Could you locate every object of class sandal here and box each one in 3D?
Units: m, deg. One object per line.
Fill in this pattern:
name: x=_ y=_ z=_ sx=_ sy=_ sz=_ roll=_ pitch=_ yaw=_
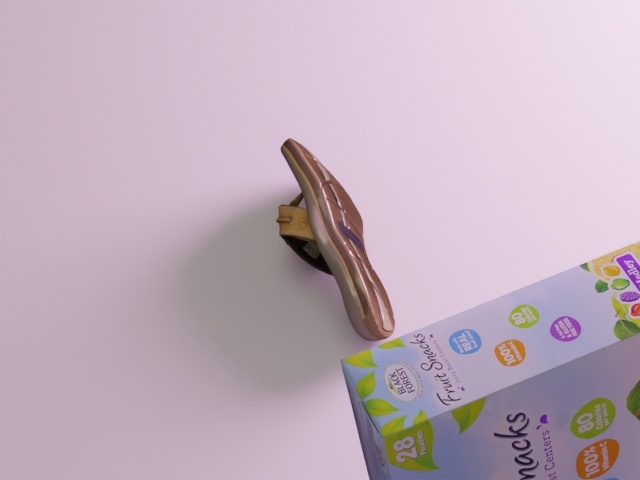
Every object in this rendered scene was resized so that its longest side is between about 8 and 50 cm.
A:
sandal: x=0.000 y=0.000 z=1.303 sx=0.049 sy=0.072 sz=0.180 roll=-31 pitch=50 yaw=13

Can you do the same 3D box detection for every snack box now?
snack box: x=0.129 y=0.105 z=1.095 sx=0.207 sy=0.174 sz=0.070 roll=-21 pitch=44 yaw=-7
